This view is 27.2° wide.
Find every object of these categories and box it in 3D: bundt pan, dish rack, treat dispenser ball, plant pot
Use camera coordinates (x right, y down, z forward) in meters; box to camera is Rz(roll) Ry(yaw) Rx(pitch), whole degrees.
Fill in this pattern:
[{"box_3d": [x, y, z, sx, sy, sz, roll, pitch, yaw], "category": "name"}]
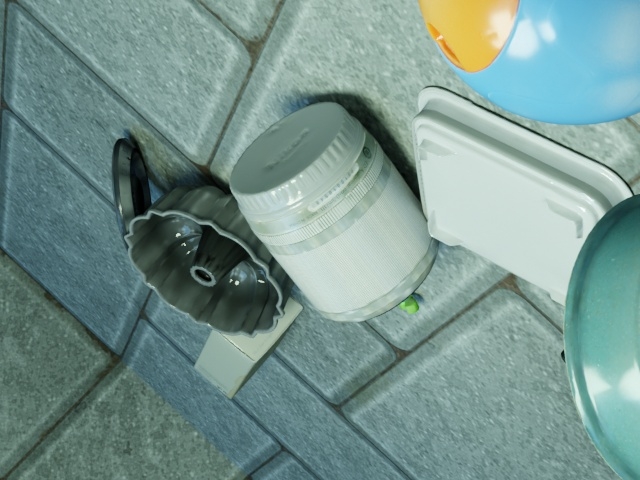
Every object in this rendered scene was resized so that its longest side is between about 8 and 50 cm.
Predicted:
[{"box_3d": [-0.188, 0.025, 2.429, 0.330, 0.124, 0.331, 20, 142, 16], "category": "bundt pan"}, {"box_3d": [0.253, -0.038, 1.749, 0.332, 0.072, 0.286, 29, 152, 28], "category": "dish rack"}, {"box_3d": [0.225, -0.245, 1.160, 0.288, 0.288, 0.288, 35, 156, 19], "category": "treat dispenser ball"}, {"box_3d": [0.482, 0.090, 1.314, 0.341, 0.341, 0.334, 51, 147, -17], "category": "plant pot"}]

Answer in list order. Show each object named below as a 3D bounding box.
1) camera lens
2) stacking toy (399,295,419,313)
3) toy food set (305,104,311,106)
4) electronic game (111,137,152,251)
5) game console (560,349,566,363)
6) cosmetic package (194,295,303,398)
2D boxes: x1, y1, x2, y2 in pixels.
[{"box_3d": [0.025, -0.034, 1.911, 0.219, 0.219, 0.274, 9, 142, 53], "category": "camera lens"}, {"box_3d": [0.049, 0.050, 2.199, 0.221, 0.052, 0.167, 4, 132, 42], "category": "stacking toy"}, {"box_3d": [0.003, -0.167, 1.986, 0.082, 0.020, 0.083, 43, 157, 0], "category": "toy food set"}, {"box_3d": [-0.363, -0.082, 2.524, 0.048, 0.229, 0.229, -6, 144, 4], "category": "electronic game"}, {"box_3d": [0.473, 0.188, 1.697, 0.293, 0.173, 0.250, 46, -164, 8], "category": "game console"}, {"box_3d": [-0.151, 0.199, 2.689, 0.113, 0.160, 0.309, 41, 158, 3], "category": "cosmetic package"}]
